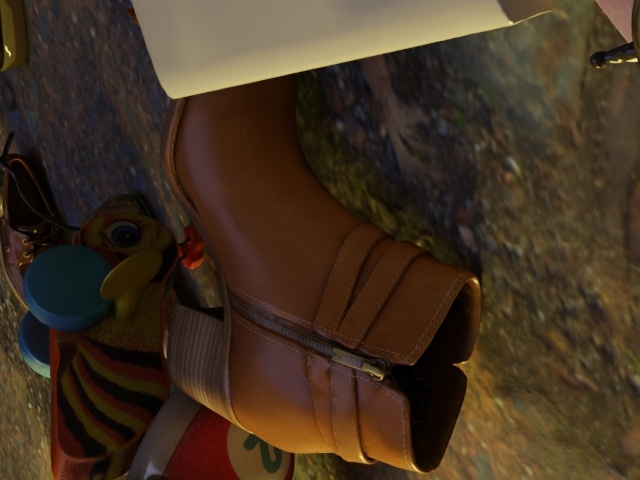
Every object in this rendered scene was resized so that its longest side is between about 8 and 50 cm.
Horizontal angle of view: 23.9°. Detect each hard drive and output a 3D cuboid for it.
[{"bbox_3d":[-0.023,-0.187,0.767,0.307,0.040,0.203,-2,109,56],"label":"hard drive"}]

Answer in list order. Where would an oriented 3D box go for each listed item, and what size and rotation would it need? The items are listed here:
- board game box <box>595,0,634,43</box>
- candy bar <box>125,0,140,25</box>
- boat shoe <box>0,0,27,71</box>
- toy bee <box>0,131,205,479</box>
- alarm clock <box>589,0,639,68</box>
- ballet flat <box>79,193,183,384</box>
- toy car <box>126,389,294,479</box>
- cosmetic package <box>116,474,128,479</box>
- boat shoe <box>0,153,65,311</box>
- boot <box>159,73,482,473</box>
[{"bbox_3d":[0.121,-0.287,0.580,0.319,0.066,0.318,57,151,21],"label":"board game box"},{"bbox_3d":[-0.138,-0.234,1.129,0.040,0.018,0.161,37,138,45],"label":"candy bar"},{"bbox_3d":[-0.341,-0.283,1.359,0.110,0.104,0.307,31,135,49],"label":"boat shoe"},{"bbox_3d":[-0.156,0.038,1.178,0.195,0.162,0.298,140,120,-68],"label":"toy bee"},{"bbox_3d":[0.199,-0.081,0.537,0.192,0.064,0.129,19,144,11],"label":"alarm clock"},{"bbox_3d":[-0.150,0.061,1.303,0.206,0.067,0.073,63,152,10],"label":"ballet flat"},{"bbox_3d":[-0.025,0.221,1.115,0.238,0.219,0.210,26,137,10],"label":"toy car"},{"bbox_3d":[-0.151,0.266,1.388,0.107,0.127,0.238,65,154,8],"label":"cosmetic package"},{"bbox_3d":[-0.289,-0.002,1.509,0.060,0.064,0.178,-21,88,64],"label":"boat shoe"},{"bbox_3d":[0.000,0.000,0.960,0.220,0.109,0.283,14,98,41],"label":"boot"}]
